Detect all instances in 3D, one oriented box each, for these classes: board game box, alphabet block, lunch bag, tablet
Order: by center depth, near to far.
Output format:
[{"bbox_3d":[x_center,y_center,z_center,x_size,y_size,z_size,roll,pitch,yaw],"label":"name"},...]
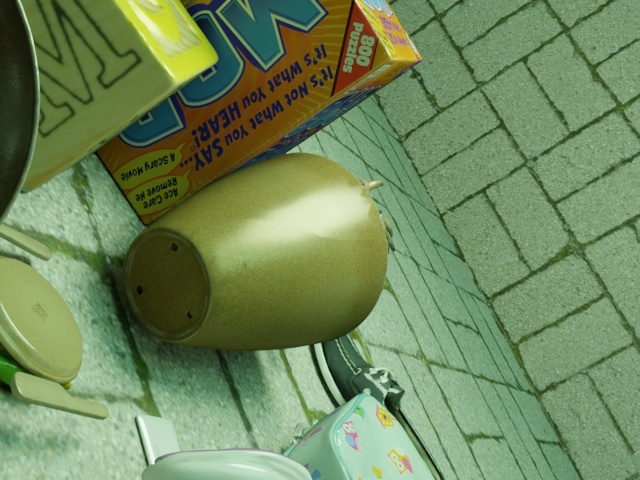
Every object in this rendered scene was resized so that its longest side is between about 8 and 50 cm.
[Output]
[{"bbox_3d":[-0.143,0.202,0.792,0.054,0.006,0.083,32,31,-57],"label":"tablet"},{"bbox_3d":[-0.252,-0.197,0.869,0.193,0.197,0.192,54,17,-13],"label":"alphabet block"},{"bbox_3d":[0.063,0.323,0.984,0.279,0.108,0.224,57,20,4],"label":"lunch bag"},{"bbox_3d":[-0.124,-0.287,1.121,0.356,0.356,0.356,57,17,-3],"label":"board game box"}]

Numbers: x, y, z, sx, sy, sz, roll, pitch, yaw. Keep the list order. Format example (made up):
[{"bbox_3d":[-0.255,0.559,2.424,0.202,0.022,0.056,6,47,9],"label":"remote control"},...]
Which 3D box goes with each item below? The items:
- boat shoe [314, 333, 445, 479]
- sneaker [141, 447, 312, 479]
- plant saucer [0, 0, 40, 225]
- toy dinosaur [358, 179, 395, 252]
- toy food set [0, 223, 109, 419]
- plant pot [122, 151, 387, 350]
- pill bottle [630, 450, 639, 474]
[{"bbox_3d":[0.084,0.239,1.229,0.302,0.091,0.114,63,17,19],"label":"boat shoe"},{"bbox_3d":[-0.036,0.287,0.750,0.305,0.114,0.152,43,34,-31],"label":"sneaker"},{"bbox_3d":[-0.320,-0.098,0.501,0.311,0.050,0.310,-3,95,-45],"label":"plant saucer"},{"bbox_3d":[0.000,0.000,1.173,0.127,0.200,0.296,45,-5,-16],"label":"toy dinosaur"},{"bbox_3d":[-0.248,0.067,0.700,0.192,0.038,0.132,61,9,30],"label":"toy food set"},{"bbox_3d":[-0.089,0.026,0.947,0.254,0.237,0.237,-13,71,-57],"label":"plant pot"},{"bbox_3d":[0.386,0.293,0.673,0.181,0.181,0.323,25,36,-62],"label":"pill bottle"}]
